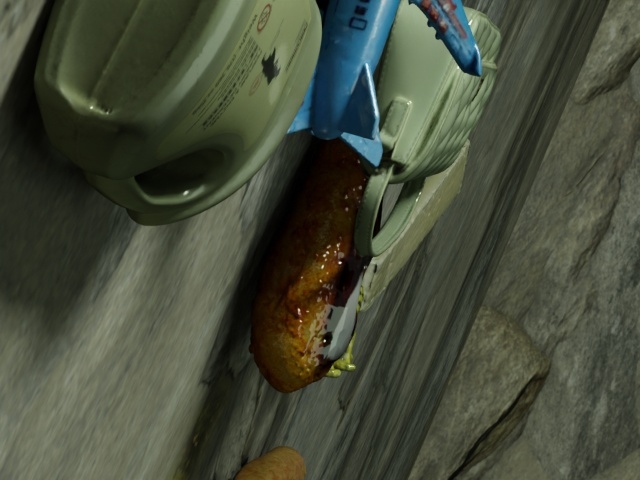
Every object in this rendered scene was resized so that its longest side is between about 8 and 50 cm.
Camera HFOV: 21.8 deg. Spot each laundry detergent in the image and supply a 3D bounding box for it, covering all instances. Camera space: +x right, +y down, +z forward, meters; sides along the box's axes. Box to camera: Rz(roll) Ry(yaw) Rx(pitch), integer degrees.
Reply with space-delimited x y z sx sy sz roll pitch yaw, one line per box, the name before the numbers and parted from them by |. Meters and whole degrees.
laundry detergent | -0.067 -0.095 0.917 0.181 0.091 0.253 -64 169 -5

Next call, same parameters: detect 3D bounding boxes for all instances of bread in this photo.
bread | 0.000 0.005 1.453 0.139 0.095 0.269 74 25 -75

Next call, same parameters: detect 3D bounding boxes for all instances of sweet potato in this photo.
sweet potato | -0.057 0.253 1.700 0.067 0.059 0.281 -61 169 12

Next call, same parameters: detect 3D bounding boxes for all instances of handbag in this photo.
handbag | 0.083 -0.090 1.397 0.256 0.079 0.219 -19 128 -78

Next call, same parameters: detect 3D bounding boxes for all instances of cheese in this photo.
cheese | 0.116 -0.027 2.035 0.400 0.034 0.085 -48 158 -60

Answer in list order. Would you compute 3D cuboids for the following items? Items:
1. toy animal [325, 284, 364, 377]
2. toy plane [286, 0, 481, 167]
toy animal | 0.016 0.064 1.663 0.181 0.073 0.136 10 94 -75
toy plane | 0.028 -0.188 1.100 0.254 0.105 0.271 8 93 -45
